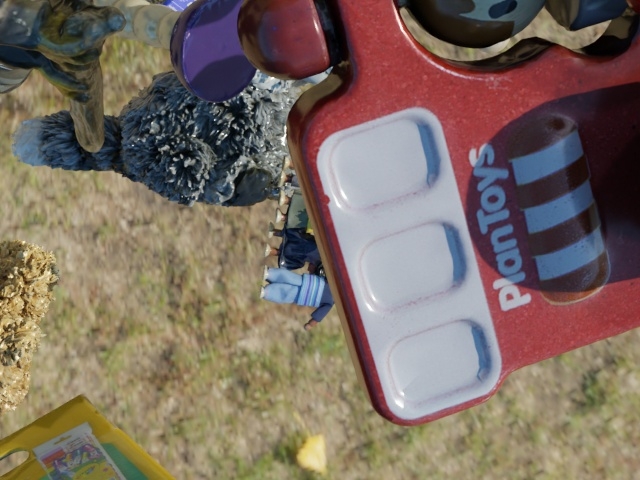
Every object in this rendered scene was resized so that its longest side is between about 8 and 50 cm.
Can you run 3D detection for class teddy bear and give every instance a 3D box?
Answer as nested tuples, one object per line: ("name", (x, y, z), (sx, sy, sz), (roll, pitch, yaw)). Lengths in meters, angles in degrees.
("teddy bear", (-0.412, 0.094, 1.584), (0.245, 0.338, 0.113), (-21, 116, 14))

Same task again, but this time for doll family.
("doll family", (0.000, 0.000, 1.458), (0.111, 0.076, 0.193), (11, 109, -10))

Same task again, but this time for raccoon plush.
("raccoon plush", (-0.183, -0.213, 1.667), (0.446, 0.216, 0.299), (3, 109, 1))

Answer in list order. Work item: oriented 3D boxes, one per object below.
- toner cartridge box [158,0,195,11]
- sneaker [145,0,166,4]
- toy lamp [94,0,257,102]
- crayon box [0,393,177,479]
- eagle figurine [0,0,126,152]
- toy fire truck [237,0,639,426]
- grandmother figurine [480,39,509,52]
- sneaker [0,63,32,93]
("toner cartridge box", (-0.258, -0.389, 1.792), (0.075, 0.165, 0.348), (-40, 142, 16))
("sneaker", (-0.285, -0.291, 1.558), (0.267, 0.101, 0.106), (-22, 89, -2))
("toy lamp", (-0.154, -0.161, 0.922), (0.080, 0.274, 0.080), (-25, 127, -39))
("crayon box", (-0.142, 0.230, 0.773), (0.203, 0.323, 0.083), (-29, 124, -24))
("eagle figurine", (-0.250, -0.082, 0.660), (0.298, 0.225, 0.226), (-9, 126, -15))
("toy fire truck", (0.101, -0.077, 0.640), (0.253, 0.169, 0.302), (-20, 112, -6))
("grandmother figurine", (0.099, -0.233, 0.927), (0.104, 0.342, 0.208), (-11, 110, -17))
("sneaker", (-0.463, -0.286, 1.259), (0.482, 0.185, 0.202), (32, 140, 1))
